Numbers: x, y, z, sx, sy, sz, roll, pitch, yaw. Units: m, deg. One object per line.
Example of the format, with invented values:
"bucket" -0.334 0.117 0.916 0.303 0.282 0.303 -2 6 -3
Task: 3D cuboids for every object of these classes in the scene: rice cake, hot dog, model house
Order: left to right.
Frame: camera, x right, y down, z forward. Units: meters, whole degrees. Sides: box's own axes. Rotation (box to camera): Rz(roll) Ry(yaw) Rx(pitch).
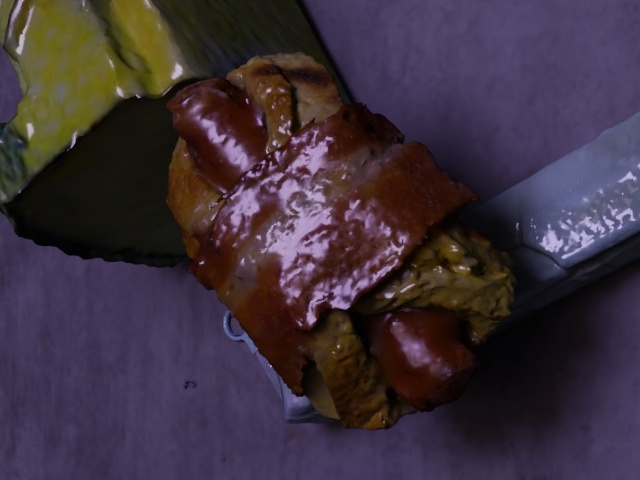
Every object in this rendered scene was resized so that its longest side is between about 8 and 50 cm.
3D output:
"model house" -0.120 -0.119 1.129 0.170 0.194 0.211 -37 65 30
"hot dog" 0.000 0.000 0.980 0.213 0.103 0.146 42 115 10
"rice cake" 0.101 0.008 1.030 0.336 0.063 0.066 -33 64 30

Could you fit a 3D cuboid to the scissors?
"scissors" -0.034 0.070 1.157 0.036 0.006 0.083 -40 62 28
